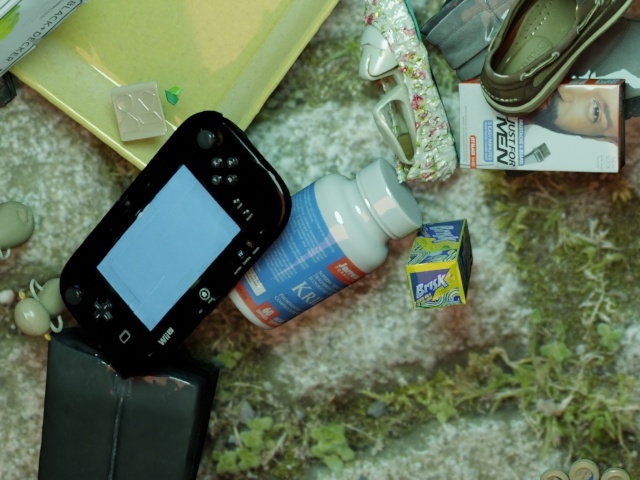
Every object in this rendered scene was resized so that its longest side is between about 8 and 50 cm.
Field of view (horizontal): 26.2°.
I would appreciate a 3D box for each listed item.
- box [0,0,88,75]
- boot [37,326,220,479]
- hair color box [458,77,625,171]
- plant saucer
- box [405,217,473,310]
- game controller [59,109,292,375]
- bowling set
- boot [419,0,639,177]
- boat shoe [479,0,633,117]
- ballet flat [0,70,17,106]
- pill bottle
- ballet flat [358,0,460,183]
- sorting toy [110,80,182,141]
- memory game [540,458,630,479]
[{"bbox_3d":[-0.383,-0.338,1.490,0.169,0.087,0.290,-34,72,24],"label":"box"},{"bbox_3d":[-0.343,0.318,1.713,0.367,0.146,0.445,11,112,-4],"label":"boot"},{"bbox_3d":[0.231,-0.121,1.432,0.167,0.053,0.093,2,104,20],"label":"hair color box"},{"bbox_3d":[-0.180,-0.272,1.547,0.333,0.081,0.333,37,110,-2],"label":"plant saucer"},{"bbox_3d":[0.134,0.025,1.531,0.059,0.169,0.054,-8,104,12],"label":"box"},{"bbox_3d":[-0.165,0.008,1.542,0.319,0.067,0.166,-47,69,26],"label":"game controller"},{"bbox_3d":[-0.440,0.016,1.640,0.200,0.154,0.287,-25,100,16],"label":"bowling set"},{"bbox_3d":[0.290,-0.233,1.461,0.338,0.118,0.223,-28,95,12],"label":"boot"},{"bbox_3d":[0.248,-0.242,1.364,0.095,0.095,0.257,30,83,23],"label":"boat shoe"},{"bbox_3d":[-0.407,-0.236,1.607,0.049,0.057,0.173,-22,104,-7],"label":"ballet flat"},{"bbox_3d":[0.000,0.000,1.572,0.221,0.124,0.124,-31,99,18],"label":"pill bottle"},{"bbox_3d":[0.087,-0.171,1.520,0.077,0.091,0.241,-25,102,-18],"label":"ballet flat"},{"bbox_3d":[-0.190,-0.147,1.538,0.083,0.012,0.062,-8,100,16],"label":"sorting toy"},{"bbox_3d":[0.326,0.355,1.678,0.186,0.012,0.186,3,106,9],"label":"memory game"}]
